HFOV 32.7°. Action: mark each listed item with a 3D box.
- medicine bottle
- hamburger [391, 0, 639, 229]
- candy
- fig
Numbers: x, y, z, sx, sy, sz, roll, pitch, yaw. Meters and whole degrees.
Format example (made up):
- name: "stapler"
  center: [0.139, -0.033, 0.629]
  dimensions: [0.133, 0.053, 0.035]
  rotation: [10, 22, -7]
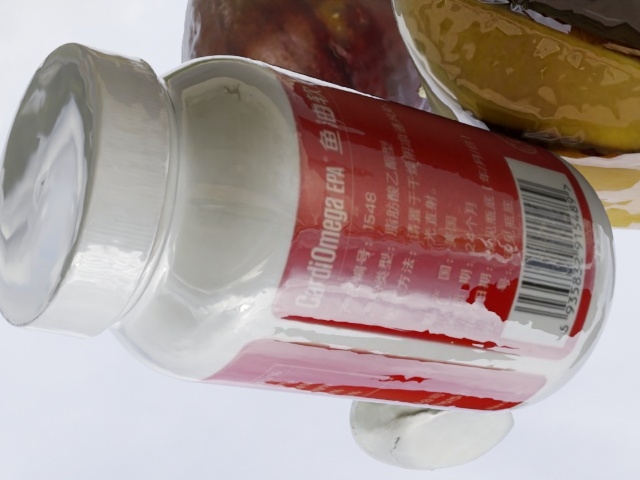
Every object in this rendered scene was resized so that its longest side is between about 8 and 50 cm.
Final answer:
- name: "medicine bottle"
  center: [0.000, 0.000, 0.461]
  dimensions: [0.250, 0.131, 0.131]
  rotation: [12, -158, -33]
- name: "hamburger"
  center: [0.181, -0.149, 0.591]
  dimensions: [0.302, 0.302, 0.170]
  rotation: [9, 178, 29]
- name: "candy"
  center: [0.179, 0.266, 1.798]
  dimensions: [0.295, 0.295, 0.185]
  rotation: [-15, -129, -1]
- name: "fig"
  center: [-0.009, -0.120, 0.890]
  dimensions: [0.224, 0.263, 0.224]
  rotation: [-30, -160, 12]
